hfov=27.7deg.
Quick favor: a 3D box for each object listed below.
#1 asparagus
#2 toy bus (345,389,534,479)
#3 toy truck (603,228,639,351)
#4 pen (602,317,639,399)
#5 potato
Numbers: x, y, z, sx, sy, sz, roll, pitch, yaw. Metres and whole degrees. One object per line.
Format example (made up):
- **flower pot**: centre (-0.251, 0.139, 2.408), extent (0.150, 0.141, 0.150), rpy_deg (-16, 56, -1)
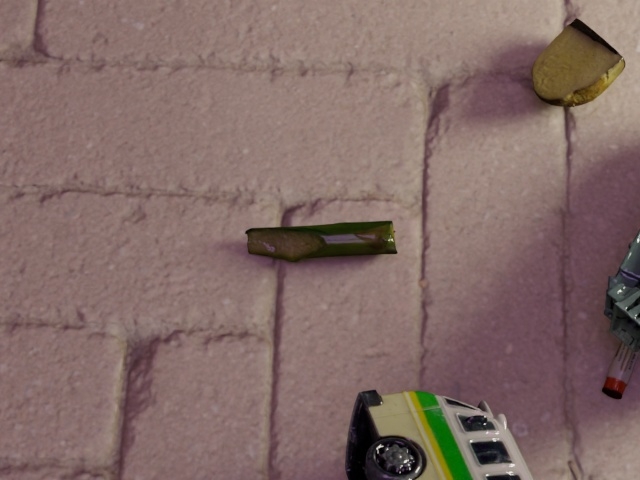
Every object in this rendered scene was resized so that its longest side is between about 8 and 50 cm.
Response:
- **asparagus**: centre (0.000, 0.000, 1.513), extent (0.178, 0.041, 0.045), rpy_deg (-3, 64, 4)
- **toy bus**: centre (0.141, 0.293, 1.309), extent (0.179, 0.143, 0.305), rpy_deg (-8, 43, -15)
- **toy truck**: centre (0.443, -0.003, 1.423), extent (0.184, 0.133, 0.338), rpy_deg (30, 72, 17)
- **pen**: centre (0.369, 0.077, 1.470), extent (0.026, 0.026, 0.218), rpy_deg (23, 75, 10)
- **potato**: centre (0.300, -0.195, 1.542), extent (0.103, 0.066, 0.096), rpy_deg (-38, 50, 1)
